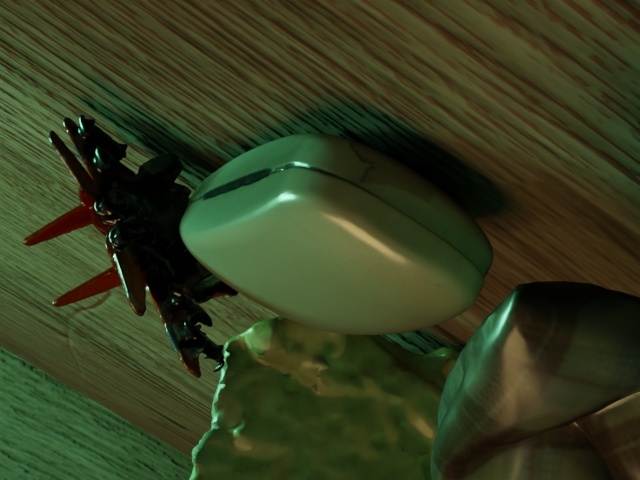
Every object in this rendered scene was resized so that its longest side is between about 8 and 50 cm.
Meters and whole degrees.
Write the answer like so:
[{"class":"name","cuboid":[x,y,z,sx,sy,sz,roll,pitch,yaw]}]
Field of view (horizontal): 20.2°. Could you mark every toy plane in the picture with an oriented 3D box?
[{"class":"toy plane","cuboid":[-0.063,0.005,0.803,0.130,0.061,0.189,60,-163,16]}]

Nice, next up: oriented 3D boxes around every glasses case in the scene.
[{"class":"glasses case","cuboid":[0.000,0.000,0.661,0.081,0.051,0.204,31,168,-15]}]

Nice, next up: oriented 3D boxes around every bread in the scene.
[{"class":"bread","cuboid":[0.050,0.152,0.874,0.211,0.184,0.224,21,169,29]}]

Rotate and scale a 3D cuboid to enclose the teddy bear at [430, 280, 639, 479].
[{"class":"teddy bear","cuboid":[0.201,0.116,0.567,0.327,0.375,0.362,20,124,40]}]
